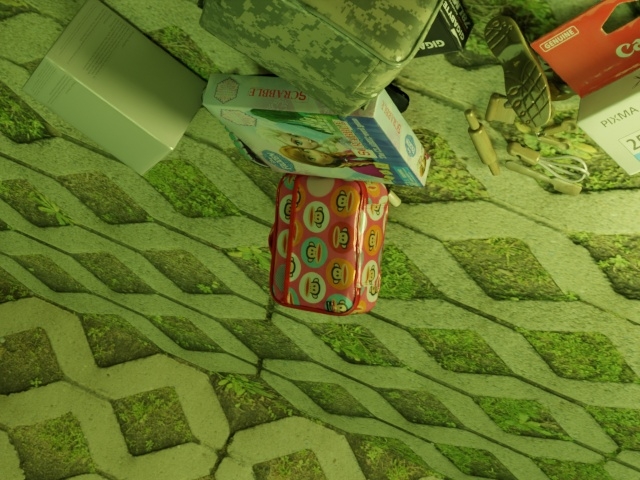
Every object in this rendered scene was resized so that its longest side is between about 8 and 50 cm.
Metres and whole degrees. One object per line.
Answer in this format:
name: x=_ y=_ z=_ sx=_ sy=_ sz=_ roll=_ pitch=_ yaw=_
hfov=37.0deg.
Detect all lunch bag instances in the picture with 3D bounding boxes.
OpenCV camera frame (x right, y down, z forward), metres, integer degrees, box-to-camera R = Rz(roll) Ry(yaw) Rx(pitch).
lunch bag: x=0.000 y=0.000 z=1.961 sx=0.258 sy=0.293 sz=0.120 roll=7 pitch=-176 yaw=35
lunch bag: x=-0.016 y=-0.325 z=1.363 sx=0.305 sy=0.212 sz=0.256 roll=32 pitch=150 yaw=-8

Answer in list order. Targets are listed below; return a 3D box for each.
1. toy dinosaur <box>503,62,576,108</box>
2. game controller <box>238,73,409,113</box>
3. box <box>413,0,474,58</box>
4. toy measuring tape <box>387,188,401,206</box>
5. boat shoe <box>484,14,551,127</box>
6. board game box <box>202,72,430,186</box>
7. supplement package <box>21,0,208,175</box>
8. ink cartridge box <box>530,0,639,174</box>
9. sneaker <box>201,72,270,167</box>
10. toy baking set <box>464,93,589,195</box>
toy dinosaur: x=0.386 y=-0.241 z=1.504 sx=0.212 sy=0.064 sz=0.112 roll=5 pitch=171 yaw=35
game controller: x=-0.005 y=-0.263 z=1.714 sx=0.319 sy=0.067 sz=0.166 roll=4 pitch=164 yaw=33
box: x=0.046 y=-0.401 z=1.485 sx=0.296 sy=0.073 sz=0.293 roll=1 pitch=141 yaw=38
toy measuring tape: x=0.034 y=-0.028 z=2.048 sx=0.121 sy=0.121 sz=0.330 roll=42 pitch=147 yaw=-26
boat shoe: x=0.308 y=-0.259 z=1.448 sx=0.064 sy=0.060 sz=0.177 roll=-21 pitch=95 yaw=33
board game box: x=0.002 y=-0.193 z=1.707 sx=0.318 sy=0.065 sz=0.319 roll=8 pitch=165 yaw=25
supplement package: x=-0.400 y=-0.299 z=1.887 sx=0.293 sy=0.177 sz=0.175 roll=37 pitch=149 yaw=-17
ink cartridge box: x=0.487 y=-0.242 z=1.350 sx=0.261 sy=0.066 sz=0.296 roll=38 pitch=139 yaw=-23
sneaker: x=-0.133 y=-0.231 z=1.887 sx=0.098 sy=0.083 sz=0.224 roll=-16 pitch=130 yaw=44
toy baking set: x=0.362 y=-0.156 z=1.667 sx=0.197 sy=0.030 sz=0.256 roll=6 pitch=145 yaw=31
